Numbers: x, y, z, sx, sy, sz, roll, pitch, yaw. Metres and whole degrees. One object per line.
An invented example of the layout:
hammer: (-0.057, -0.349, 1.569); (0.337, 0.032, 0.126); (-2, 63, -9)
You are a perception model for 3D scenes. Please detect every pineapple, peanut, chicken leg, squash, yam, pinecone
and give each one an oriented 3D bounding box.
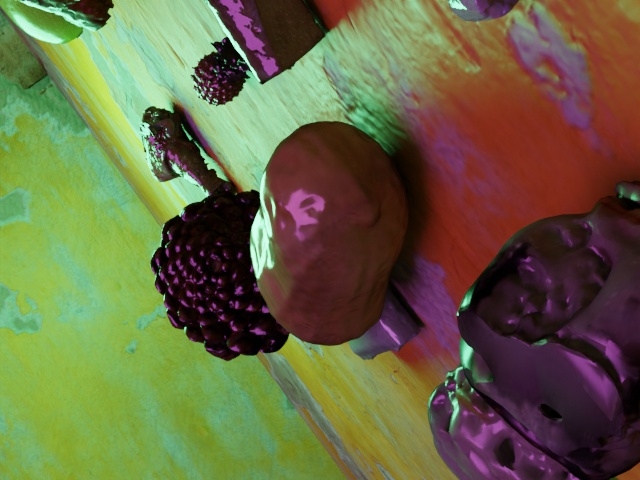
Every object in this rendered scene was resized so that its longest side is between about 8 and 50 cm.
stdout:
pineapple: (-0.091, -0.167, 0.764); (0.058, 0.058, 0.124); (56, 164, -12)
peanut: (0.000, 0.000, 0.707); (0.147, 0.147, 0.319); (48, 164, 20)
chicken leg: (-0.220, -0.127, 1.232); (0.196, 0.080, 0.125); (54, 153, -7)
squash: (-0.430, -0.392, 1.155); (0.132, 0.132, 0.247); (45, 163, 30)
yam: (-0.065, -0.202, 0.575); (0.169, 0.068, 0.068); (56, 166, -12)
pinecone: (-0.101, 0.040, 1.007); (0.221, 0.221, 0.221); (49, 165, 18)

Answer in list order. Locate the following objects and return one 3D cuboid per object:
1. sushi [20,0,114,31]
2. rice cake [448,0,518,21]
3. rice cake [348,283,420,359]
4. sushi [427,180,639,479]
sushi: (-0.361, -0.383, 0.936); (0.296, 0.179, 0.167); (34, 134, 4)
rice cake: (0.043, -0.183, 0.348); (0.180, 0.030, 0.042); (59, 170, -20)
rice cake: (0.060, 0.100, 0.941); (0.085, 0.040, 0.226); (51, 166, 6)
sushi: (0.140, 0.076, 0.449); (0.124, 0.130, 0.332); (47, 164, 23)
